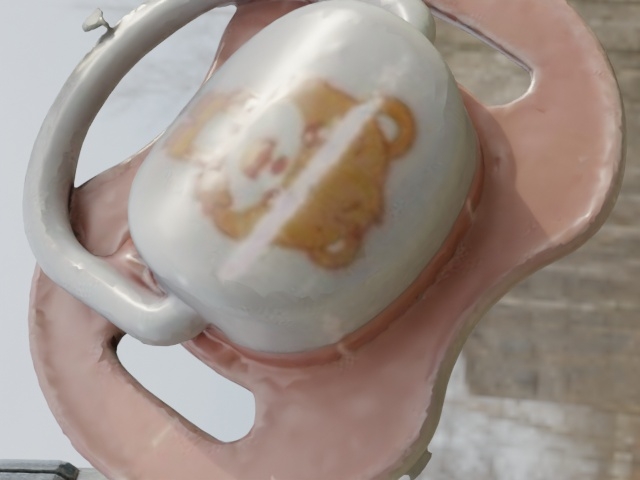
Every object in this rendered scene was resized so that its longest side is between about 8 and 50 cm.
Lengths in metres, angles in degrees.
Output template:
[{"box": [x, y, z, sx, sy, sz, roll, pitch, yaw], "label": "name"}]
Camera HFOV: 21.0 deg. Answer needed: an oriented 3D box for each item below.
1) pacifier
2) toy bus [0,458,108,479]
[{"box": [0.006, -0.004, 0.870, 0.273, 0.220, 0.332, 45, -103, -27], "label": "pacifier"}, {"box": [-0.133, 0.217, 1.118, 0.097, 0.342, 0.138, -93, 5, -77], "label": "toy bus"}]
